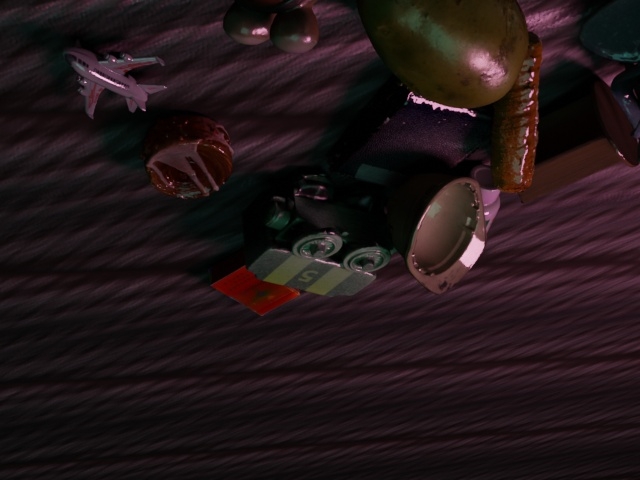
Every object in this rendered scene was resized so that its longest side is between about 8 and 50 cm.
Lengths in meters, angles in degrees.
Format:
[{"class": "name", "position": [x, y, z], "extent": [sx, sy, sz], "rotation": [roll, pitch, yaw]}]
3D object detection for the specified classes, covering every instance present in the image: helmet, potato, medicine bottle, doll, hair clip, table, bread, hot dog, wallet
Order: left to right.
[{"class": "bread", "position": [-0.226, -0.145, 1.559], "extent": [0.160, 0.073, 0.160], "rotation": [-5, 146, -3]}, {"class": "doll", "position": [-0.098, -0.386, 1.184], "extent": [0.174, 0.235, 0.330], "rotation": [-60, 146, -6]}, {"class": "wallet", "position": [0.166, -0.184, 1.622], "extent": [0.221, 0.071, 0.262], "rotation": [9, 143, -32]}, {"class": "helmet", "position": [0.195, -0.036, 1.695], "extent": [0.204, 0.137, 0.257], "rotation": [-43, 141, -18]}, {"class": "potato", "position": [0.175, -0.316, 1.316], "extent": [0.216, 0.216, 0.304], "rotation": [-29, 130, 23]}, {"class": "medicine bottle", "position": [0.292, -0.040, 1.814], "extent": [0.095, 0.095, 0.260], "rotation": [-1, 144, -13]}, {"class": "hot dog", "position": [0.330, -0.209, 1.536], "extent": [0.083, 0.068, 0.289], "rotation": [-1, 122, 4]}, {"class": "table", "position": [0.431, -0.165, 1.647], "extent": [0.227, 0.167, 0.167], "rotation": [-25, 142, 33]}, {"class": "hair clip", "position": [0.612, -0.275, 1.434], "extent": [0.318, 0.392, 0.238], "rotation": [-28, 167, 21]}]

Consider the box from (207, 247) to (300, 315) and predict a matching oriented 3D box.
[{"class": "box", "position": [-0.137, 0.085, 1.912], "extent": [0.112, 0.048, 0.175], "rotation": [-29, 140, 21]}]

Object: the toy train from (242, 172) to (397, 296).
[{"class": "toy train", "position": [0.000, 0.000, 1.742], "extent": [0.299, 0.167, 0.238], "rotation": [16, 142, -30]}]

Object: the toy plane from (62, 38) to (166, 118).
[{"class": "toy plane", "position": [-0.323, -0.252, 1.395], "extent": [0.162, 0.065, 0.171], "rotation": [-30, 138, 25]}]
